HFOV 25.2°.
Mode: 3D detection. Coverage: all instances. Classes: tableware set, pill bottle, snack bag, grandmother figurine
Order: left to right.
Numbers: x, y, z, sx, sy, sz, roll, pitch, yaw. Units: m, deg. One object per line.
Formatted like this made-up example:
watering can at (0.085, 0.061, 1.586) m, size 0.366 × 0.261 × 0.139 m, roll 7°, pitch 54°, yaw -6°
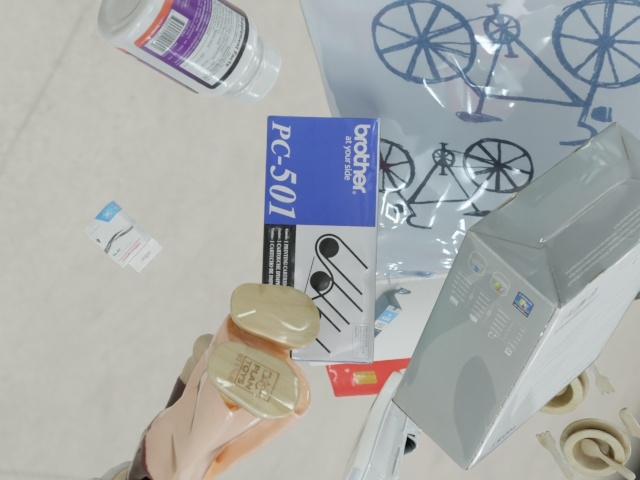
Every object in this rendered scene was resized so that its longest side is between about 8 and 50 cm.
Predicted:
grandmother figurine at (-0.114, 0.178, 1.193) m, size 0.342 × 0.104 × 0.207 m, roll -51°, pitch -173°, yaw 48°
pill bottle at (-0.138, -0.223, 1.570) m, size 0.193 × 0.108 × 0.108 m, roll 28°, pitch 90°, yaw -39°
snack bag at (0.164, -0.095, 1.228) m, size 0.037 × 0.323 × 0.342 m, roll -64°, pitch 148°, yaw -46°
tableware set at (0.308, 0.221, 1.749) m, size 0.194 × 0.128 × 0.039 m, roll 54°, pitch 33°, yaw -20°

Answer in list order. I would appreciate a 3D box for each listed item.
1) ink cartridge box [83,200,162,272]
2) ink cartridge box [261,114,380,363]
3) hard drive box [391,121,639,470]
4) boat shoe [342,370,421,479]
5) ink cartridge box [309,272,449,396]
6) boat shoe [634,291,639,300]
ink cartridge box at (-0.239, -0.002, 1.733) m, size 0.048 × 0.083 × 0.028 m, roll -46°, pitch -177°, yaw 13°
ink cartridge box at (0.000, 0.000, 1.216) m, size 0.046 × 0.097 × 0.207 m, roll 56°, pitch 36°, yaw -84°
hard drive box at (0.169, 0.047, 1.107) m, size 0.181 × 0.089 × 0.232 m, roll -34°, pitch 156°, yaw -34°
boat shoe at (0.077, 0.211, 1.556) m, size 0.066 × 0.063 × 0.184 m, roll -64°, pitch 179°, yaw 28°
ink cartridge box at (0.130, 0.126, 1.871) m, size 0.066 × 0.296 × 0.261 m, roll -81°, pitch 161°, yaw -50°
boat shoe at (0.308, 0.010, 1.516) m, size 0.038 × 0.125 × 0.046 m, roll -15°, pitch 152°, yaw 2°
